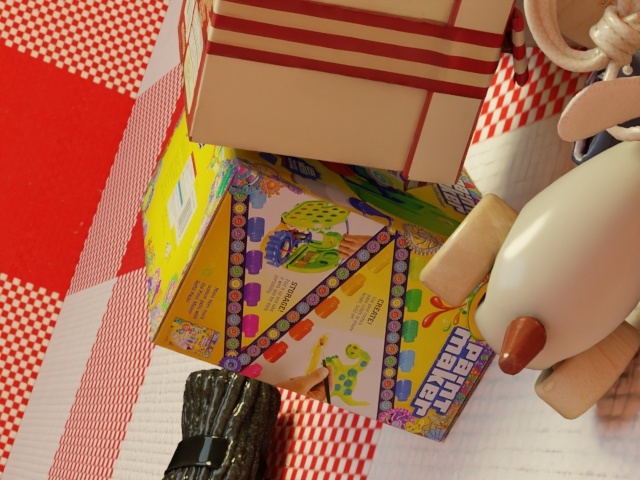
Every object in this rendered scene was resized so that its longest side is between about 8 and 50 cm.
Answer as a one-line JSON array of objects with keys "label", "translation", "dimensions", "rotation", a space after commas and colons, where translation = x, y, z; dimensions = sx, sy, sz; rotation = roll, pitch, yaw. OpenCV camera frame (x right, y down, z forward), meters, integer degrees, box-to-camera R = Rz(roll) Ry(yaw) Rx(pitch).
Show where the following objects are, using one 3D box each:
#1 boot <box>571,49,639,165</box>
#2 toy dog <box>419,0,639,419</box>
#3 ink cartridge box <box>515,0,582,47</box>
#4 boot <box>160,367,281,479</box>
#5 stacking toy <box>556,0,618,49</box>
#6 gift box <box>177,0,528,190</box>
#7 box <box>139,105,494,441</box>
[{"label": "boot", "translation": [0.244, -0.132, 1.017], "dimensions": [0.069, 0.086, 0.190], "rotation": [-144, 67, -71]}, {"label": "toy dog", "translation": [0.196, -0.022, 0.932], "dimensions": [0.161, 0.220, 0.333], "rotation": [-53, -17, -69]}, {"label": "ink cartridge box", "translation": [0.177, -0.273, 1.329], "dimensions": [0.219, 0.093, 0.160], "rotation": [-133, 41, -70]}, {"label": "boot", "translation": [-0.164, 0.307, 1.649], "dimensions": [0.348, 0.131, 0.260], "rotation": [-29, 48, 47]}, {"label": "stacking toy", "translation": [0.267, -0.315, 1.167], "dimensions": [0.141, 0.141, 0.330], "rotation": [-41, 27, 55]}, {"label": "gift box", "translation": [0.026, -0.195, 1.177], "dimensions": [0.255, 0.258, 0.276], "rotation": [-99, 20, -52]}, {"label": "box", "translation": [0.000, 0.000, 1.302], "dimensions": [0.177, 0.279, 0.290], "rotation": [-62, 20, 19]}]
